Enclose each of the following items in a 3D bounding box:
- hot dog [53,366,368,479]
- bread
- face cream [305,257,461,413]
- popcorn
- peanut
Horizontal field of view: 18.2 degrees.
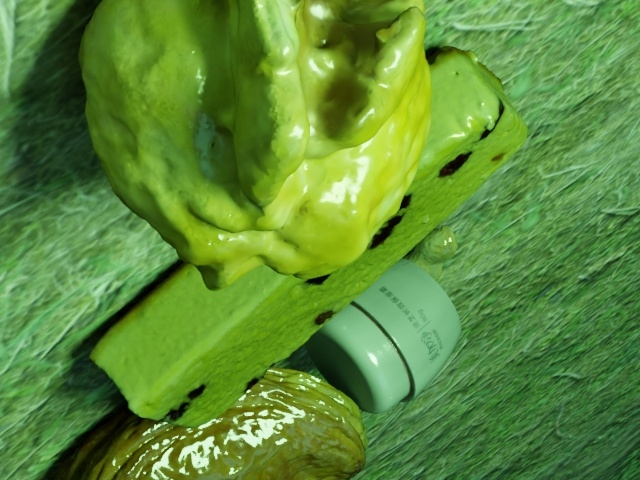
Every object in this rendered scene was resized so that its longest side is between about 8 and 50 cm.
[{"bbox_3d":[-0.093,0.187,1.659,0.272,0.122,0.196,-25,159,-15],"label":"hot dog"},{"bbox_3d":[-0.001,0.000,1.490,0.361,0.077,0.138,-41,160,6],"label":"bread"},{"bbox_3d":[0.052,0.080,1.684,0.104,0.117,0.117,-38,160,-23],"label":"face cream"},{"bbox_3d":[-0.038,-0.082,1.150,0.254,0.190,0.191,96,18,-48],"label":"popcorn"},{"bbox_3d":[0.092,0.015,1.729,0.037,0.037,0.083,-22,154,-37],"label":"peanut"}]
